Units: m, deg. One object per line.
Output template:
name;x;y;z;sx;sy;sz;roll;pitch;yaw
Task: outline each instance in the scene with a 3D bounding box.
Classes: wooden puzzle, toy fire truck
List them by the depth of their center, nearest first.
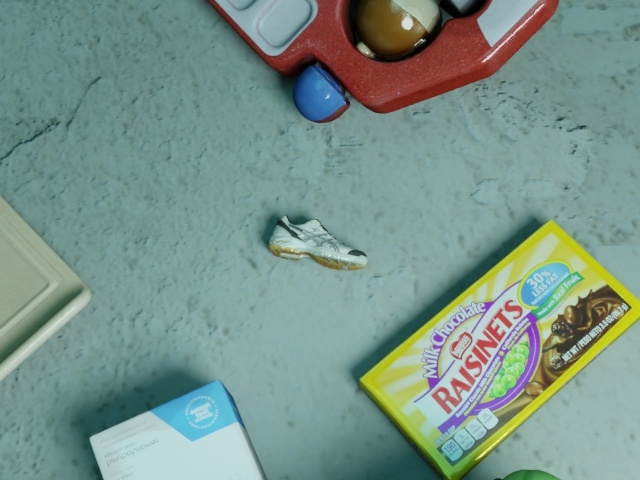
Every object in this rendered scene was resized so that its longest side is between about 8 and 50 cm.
wooden puzzle;-0.333;0.050;0.743;0.221;0.044;0.239;-43;67;-13
toy fire truck;0.040;-0.237;0.791;0.254;0.169;0.302;-44;69;11

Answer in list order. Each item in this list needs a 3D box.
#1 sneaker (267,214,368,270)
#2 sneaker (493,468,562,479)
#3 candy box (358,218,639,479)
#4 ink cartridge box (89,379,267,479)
sneaker;0.000;0.000;0.745;0.083;0.032;0.036;13;69;8
sneaker;0.018;0.314;0.462;0.202;0.185;0.483;-14;17;35
candy box;0.140;0.082;0.705;0.206;0.027;0.105;-39;67;-12
ink cartridge box;-0.080;0.204;0.648;0.104;0.060;0.180;-24;68;-7
